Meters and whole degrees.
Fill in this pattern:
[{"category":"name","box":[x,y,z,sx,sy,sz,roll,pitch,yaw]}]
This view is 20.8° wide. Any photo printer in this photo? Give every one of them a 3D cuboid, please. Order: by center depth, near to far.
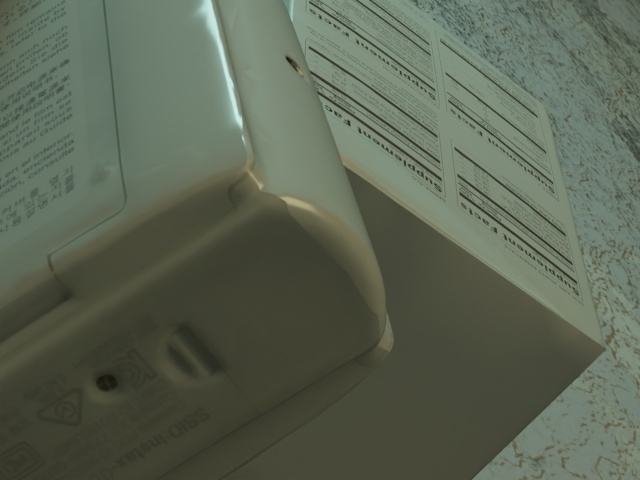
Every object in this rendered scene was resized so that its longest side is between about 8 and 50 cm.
[{"category":"photo printer","box":[-0.114,-0.003,0.684,0.107,0.256,0.307,53,9,-29]}]

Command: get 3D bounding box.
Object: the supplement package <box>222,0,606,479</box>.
[{"category":"supplement package","box":[0.000,0.000,0.932,0.198,0.199,0.263,35,24,-18]}]
